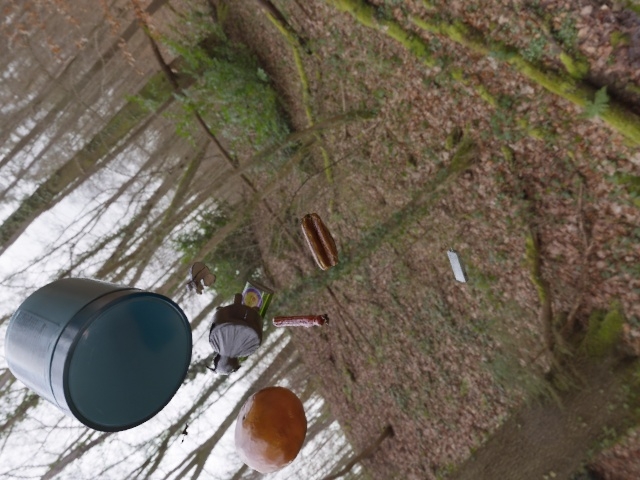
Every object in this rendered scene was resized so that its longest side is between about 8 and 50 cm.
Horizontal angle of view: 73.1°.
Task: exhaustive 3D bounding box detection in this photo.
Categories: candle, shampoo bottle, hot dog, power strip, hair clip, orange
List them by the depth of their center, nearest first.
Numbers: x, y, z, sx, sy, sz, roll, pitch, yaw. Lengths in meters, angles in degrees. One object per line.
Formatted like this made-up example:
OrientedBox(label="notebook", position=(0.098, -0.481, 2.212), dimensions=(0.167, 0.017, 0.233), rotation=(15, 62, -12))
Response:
OrientedBox(label="shampoo bottle", position=(-0.570, 0.272, 1.113), dimensions=(0.342, 0.331, 0.331), rotation=(4, 158, 35))
OrientedBox(label="power strip", position=(0.468, 0.081, 1.475), dimensions=(0.136, 0.019, 0.051), rotation=(67, 163, -14))
OrientedBox(label="orange", position=(-0.178, 0.662, 1.525), dimensions=(0.226, 0.284, 0.284), rotation=(31, -174, -24))
OrientedBox(label="hair clip", position=(-0.459, 0.141, 1.655), dimensions=(0.172, 0.049, 0.116), rotation=(-66, -39, -67))
OrientedBox(label="candle", position=(-0.094, 0.350, 1.874), dimensions=(0.329, 0.051, 0.048), rotation=(-11, 146, 41))
OrientedBox(label="hot dog", position=(0.000, 0.000, 1.934), dimensions=(0.072, 0.115, 0.269), rotation=(14, -126, -82))

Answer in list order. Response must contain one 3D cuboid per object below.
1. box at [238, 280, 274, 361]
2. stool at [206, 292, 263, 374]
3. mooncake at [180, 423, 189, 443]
OrientedBox(label="box", position=(-0.331, 0.362, 1.941), dimensions=(0.134, 0.346, 0.097), rotation=(26, -171, 20))
OrientedBox(label="stool", position=(-0.211, 0.230, 1.048), dimensions=(0.125, 0.217, 0.121), rotation=(14, -153, -18))
OrientedBox(label="mooncake", position=(-0.471, 0.900, 1.716), dimensions=(0.347, 0.057, 0.150), rotation=(61, 166, -7))
